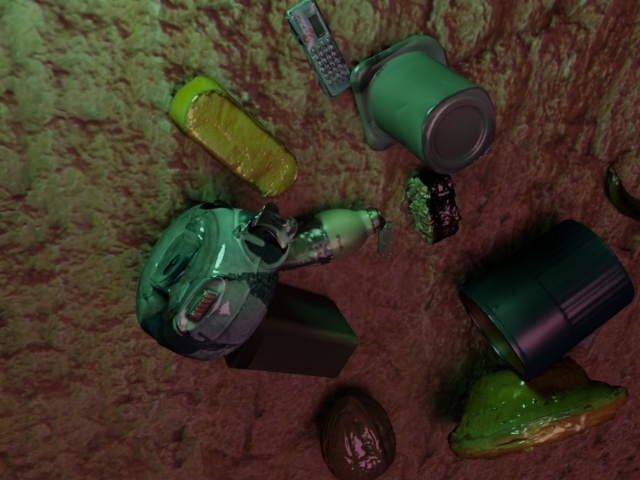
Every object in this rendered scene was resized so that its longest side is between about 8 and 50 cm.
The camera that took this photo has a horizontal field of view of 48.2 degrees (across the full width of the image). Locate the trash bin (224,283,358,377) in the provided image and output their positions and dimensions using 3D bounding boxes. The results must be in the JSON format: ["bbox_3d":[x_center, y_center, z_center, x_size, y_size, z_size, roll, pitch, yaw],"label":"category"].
[{"bbox_3d":[-0.070,0.167,1.373,0.240,0.164,0.122,16,114,-35],"label":"trash bin"}]

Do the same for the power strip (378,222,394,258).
[{"bbox_3d":[0.132,0.001,1.443,0.027,0.017,0.083,-10,124,-18],"label":"power strip"}]

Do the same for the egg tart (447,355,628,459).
[{"bbox_3d":[0.499,0.384,1.701,0.443,0.178,0.443,-16,167,-4],"label":"egg tart"}]

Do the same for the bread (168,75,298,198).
[{"bbox_3d":[-0.138,-0.166,1.166,0.102,0.094,0.245,-51,128,1],"label":"bread"}]

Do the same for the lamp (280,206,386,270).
[{"bbox_3d":[0.000,0.000,1.330,0.250,0.101,0.101,-22,128,-6],"label":"lamp"}]

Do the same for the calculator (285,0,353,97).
[{"bbox_3d":[0.001,-0.313,1.178,0.057,0.018,0.172,-34,127,-3],"label":"calculator"}]

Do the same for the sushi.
[{"bbox_3d":[0.218,-0.067,1.393,0.078,0.090,0.150,-24,126,-13],"label":"sushi"}]

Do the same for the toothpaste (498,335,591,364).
[{"bbox_3d":[0.560,0.261,1.791,0.234,0.057,0.089,-8,122,-12],"label":"toothpaste"}]

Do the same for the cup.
[{"bbox_3d":[0.503,0.144,1.560,0.292,0.242,0.308,-37,116,-1],"label":"cup"}]

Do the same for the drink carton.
[{"bbox_3d":[0.184,-0.226,1.207,0.191,0.189,0.185,-28,126,-11],"label":"drink carton"}]

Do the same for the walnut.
[{"bbox_3d":[0.083,0.448,1.628,0.178,0.178,0.230,-16,115,-14],"label":"walnut"}]

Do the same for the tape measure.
[{"bbox_3d":[-0.188,0.055,1.185,0.147,0.256,0.275,33,77,-35],"label":"tape measure"}]

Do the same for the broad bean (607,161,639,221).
[{"bbox_3d":[0.703,-0.092,1.629,0.069,0.039,0.227,-50,127,5],"label":"broad bean"}]
